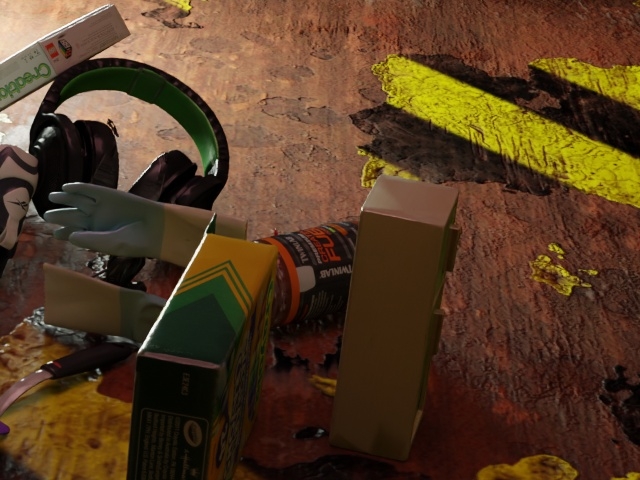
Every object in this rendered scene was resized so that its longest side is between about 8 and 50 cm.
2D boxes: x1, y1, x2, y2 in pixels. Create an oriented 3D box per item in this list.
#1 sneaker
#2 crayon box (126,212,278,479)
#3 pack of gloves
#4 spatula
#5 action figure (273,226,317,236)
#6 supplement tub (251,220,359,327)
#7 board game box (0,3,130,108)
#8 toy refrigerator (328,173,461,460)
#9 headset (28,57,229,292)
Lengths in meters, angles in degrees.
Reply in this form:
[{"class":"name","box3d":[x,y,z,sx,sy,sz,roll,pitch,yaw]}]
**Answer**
[{"class":"sneaker","box3d":[-0.430,-0.010,2.115,0.235,0.094,0.153,-13,60,27]},{"class":"crayon box","box3d":[-0.109,0.130,1.766,0.083,0.203,0.323,10,25,5]},{"class":"pack of gloves","box3d":[-0.198,0.044,1.940,0.232,0.195,0.046,13,31,12]},{"class":"spatula","box3d":[-0.300,0.152,1.874,0.084,0.030,0.296,25,30,31]},{"class":"action figure","box3d":[0.000,0.000,2.281,0.115,0.030,0.038,3,20,-12]},{"class":"supplement tub","box3d":[-0.027,0.042,2.092,0.198,0.106,0.106,-13,31,-35]},{"class":"board game box","box3d":[-0.413,-0.201,2.362,0.305,0.053,0.193,-25,9,31]},{"class":"toy refrigerator","box3d":[0.078,0.080,1.845,0.094,0.269,0.102,11,25,9]},{"class":"headset","box3d":[-0.228,-0.076,2.149,0.243,0.185,0.394,21,48,-15]}]
